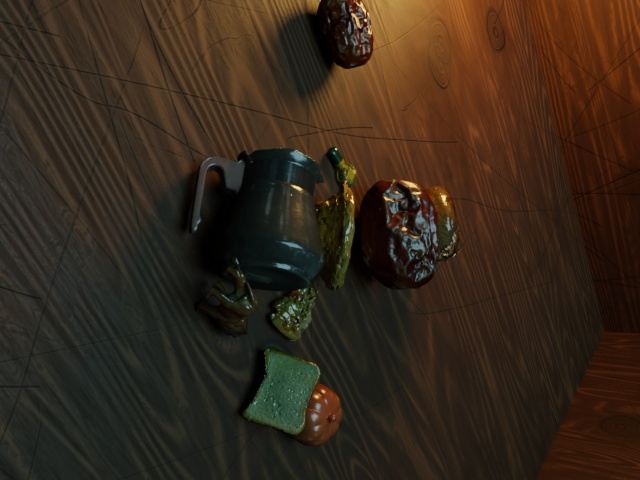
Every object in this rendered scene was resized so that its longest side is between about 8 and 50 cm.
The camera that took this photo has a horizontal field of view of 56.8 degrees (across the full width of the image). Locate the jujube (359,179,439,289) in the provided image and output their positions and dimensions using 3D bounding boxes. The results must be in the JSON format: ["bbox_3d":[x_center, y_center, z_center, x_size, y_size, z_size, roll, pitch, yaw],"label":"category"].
[{"bbox_3d":[0.267,-0.019,2.033,0.276,0.276,0.376,4,80,-46],"label":"jujube"}]

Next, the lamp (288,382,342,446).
[{"bbox_3d":[-0.018,0.528,1.796,0.188,0.164,0.187,5,84,-49],"label":"lamp"}]

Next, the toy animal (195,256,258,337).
[{"bbox_3d":[-0.224,0.169,1.532,0.157,0.312,0.097,38,58,-5],"label":"toy animal"}]

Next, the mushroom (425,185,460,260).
[{"bbox_3d":[0.416,-0.054,2.216,0.195,0.263,0.283,-18,80,-23],"label":"mushroom"}]

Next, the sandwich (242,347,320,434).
[{"bbox_3d":[-0.109,0.436,1.704,0.065,0.186,0.214,86,23,-69],"label":"sandwich"}]

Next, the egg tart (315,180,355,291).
[{"bbox_3d":[0.025,-0.013,1.808,0.129,0.341,0.341,6,82,-2],"label":"egg tart"}]

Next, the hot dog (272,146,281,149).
[{"bbox_3d":[-0.127,-0.224,1.799,0.049,0.037,0.122,-6,91,-43],"label":"hot dog"}]

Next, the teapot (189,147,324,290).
[{"bbox_3d":[-0.162,-0.072,1.612,0.376,0.305,0.361,13,68,-18],"label":"teapot"}]

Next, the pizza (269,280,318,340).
[{"bbox_3d":[-0.063,0.207,1.831,0.226,0.069,0.147,-45,118,-37],"label":"pizza"}]

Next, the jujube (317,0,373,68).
[{"bbox_3d":[0.085,-0.694,1.945,0.174,0.174,0.250,-29,105,-43],"label":"jujube"}]

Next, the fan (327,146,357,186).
[{"bbox_3d":[0.072,-0.249,2.008,0.155,0.039,0.082,55,53,-29],"label":"fan"}]
